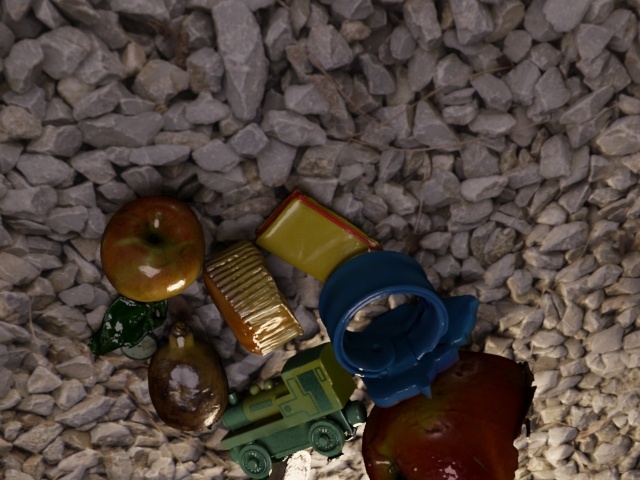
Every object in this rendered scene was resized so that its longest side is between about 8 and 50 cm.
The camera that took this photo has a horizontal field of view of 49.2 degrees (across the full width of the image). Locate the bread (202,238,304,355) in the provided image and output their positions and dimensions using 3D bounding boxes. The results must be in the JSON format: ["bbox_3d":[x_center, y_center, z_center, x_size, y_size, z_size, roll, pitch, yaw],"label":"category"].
[{"bbox_3d":[-0.137,0.117,1.381,0.133,0.179,0.250,-32,143,-7],"label":"bread"}]

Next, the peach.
[{"bbox_3d":[0.295,0.410,1.517,0.417,0.353,0.339,-20,150,-27],"label":"peach"}]

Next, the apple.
[{"bbox_3d":[-0.310,0.020,1.299,0.196,0.196,0.196,-3,124,-5],"label":"apple"}]

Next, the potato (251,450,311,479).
[{"bbox_3d":[-0.105,0.610,1.792,0.120,0.100,0.261,-4,117,-52],"label":"potato"}]

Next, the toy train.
[{"bbox_3d":[-0.082,0.397,1.594,0.369,0.150,0.237,-25,95,23],"label":"toy train"}]

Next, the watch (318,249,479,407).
[{"bbox_3d":[0.164,0.151,1.406,0.305,0.241,0.274,-30,124,2],"label":"watch"}]

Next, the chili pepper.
[{"bbox_3d":[-0.414,0.172,1.466,0.216,0.062,0.108,-37,102,18],"label":"chili pepper"}]

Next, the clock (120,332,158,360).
[{"bbox_3d":[-0.396,0.228,1.529,0.085,0.017,0.085,-3,124,-4],"label":"clock"}]

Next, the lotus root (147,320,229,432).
[{"bbox_3d":[-0.289,0.309,1.520,0.169,0.141,0.314,-10,123,-5],"label":"lotus root"}]

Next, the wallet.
[{"bbox_3d":[0.000,0.000,1.403,0.241,0.067,0.141,32,110,-29],"label":"wallet"}]
